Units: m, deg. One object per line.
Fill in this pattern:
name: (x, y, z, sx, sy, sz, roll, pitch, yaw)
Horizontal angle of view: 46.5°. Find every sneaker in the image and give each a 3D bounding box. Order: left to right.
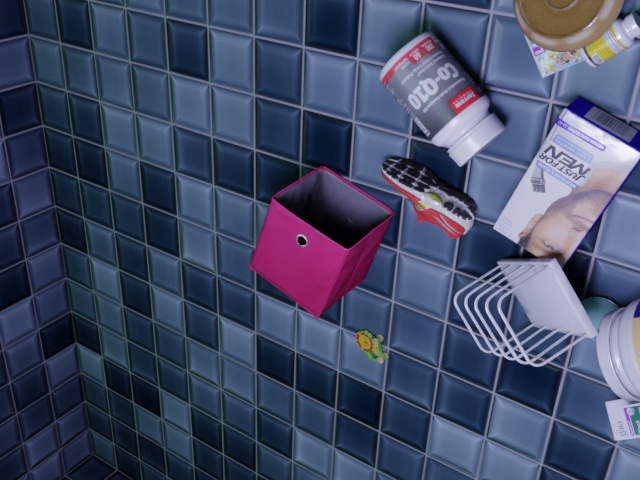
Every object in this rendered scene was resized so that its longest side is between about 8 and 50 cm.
sneaker: (0.255, -0.100, 1.877, 0.279, 0.107, 0.118, 39, 140, 18)

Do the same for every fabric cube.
fabric cube: (0.000, 0.000, 2.016, 0.254, 0.259, 0.258, 36, 130, 16)

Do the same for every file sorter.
file sorter: (0.458, 0.166, 1.722, 0.192, 0.173, 0.278, 59, 170, -4)

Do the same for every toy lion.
toy lion: (0.148, 0.314, 2.226, 0.096, 0.034, 0.100, 0, 114, 45)

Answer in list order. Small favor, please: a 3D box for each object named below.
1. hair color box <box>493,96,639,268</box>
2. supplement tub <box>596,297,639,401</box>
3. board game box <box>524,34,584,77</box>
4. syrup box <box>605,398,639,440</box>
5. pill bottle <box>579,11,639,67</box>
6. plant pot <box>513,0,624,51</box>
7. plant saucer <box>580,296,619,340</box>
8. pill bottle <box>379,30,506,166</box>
hair color box: (0.546, -0.119, 1.638, 0.185, 0.110, 0.338, 35, 131, 17)
supplement tub: (0.774, 0.216, 1.537, 0.331, 0.241, 0.241, -21, 99, 49)
board game box: (0.488, -0.434, 1.568, 0.103, 0.026, 0.154, -19, 101, 42)
syrup box: (0.791, 0.395, 1.710, 0.237, 0.096, 0.093, -24, 69, 42)
pill bottle: (0.583, -0.402, 1.486, 0.116, 0.065, 0.065, -30, 93, 42)
plant pot: (0.488, -0.498, 1.489, 0.236, 0.032, 0.236, 9, 103, 40)
plant saucer: (0.663, 0.183, 1.764, 0.119, 0.021, 0.119, 17, 123, 29)
pill bottle: (0.280, -0.319, 1.697, 0.283, 0.161, 0.161, 50, 133, 5)
